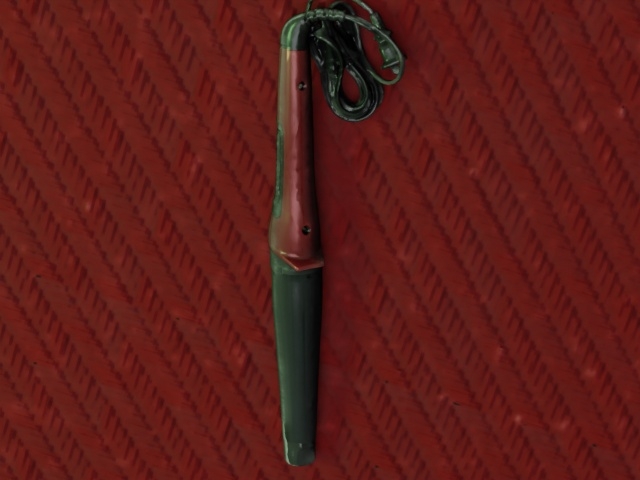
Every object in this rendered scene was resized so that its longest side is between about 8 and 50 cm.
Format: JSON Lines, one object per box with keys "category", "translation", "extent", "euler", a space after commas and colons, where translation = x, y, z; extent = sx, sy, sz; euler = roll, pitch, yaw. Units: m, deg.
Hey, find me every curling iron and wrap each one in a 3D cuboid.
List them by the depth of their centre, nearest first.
{"category": "curling iron", "translation": [0.000, 0.000, 0.878], "extent": [0.068, 0.035, 0.274], "euler": [8, 107, 2]}
